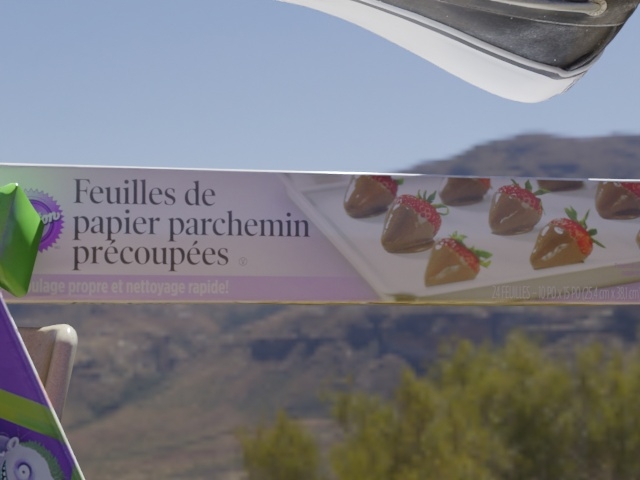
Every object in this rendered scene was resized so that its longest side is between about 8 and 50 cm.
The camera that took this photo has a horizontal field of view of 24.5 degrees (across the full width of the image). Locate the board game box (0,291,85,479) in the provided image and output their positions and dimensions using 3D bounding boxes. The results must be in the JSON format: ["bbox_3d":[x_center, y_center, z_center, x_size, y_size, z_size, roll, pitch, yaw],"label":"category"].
[{"bbox_3d":[-0.194,0.030,0.393,0.208,0.347,0.056,-23,-11,-17],"label":"board game box"}]

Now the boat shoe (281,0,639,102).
[{"bbox_3d":[0.016,-0.163,0.706,0.301,0.108,0.102,24,-32,-10],"label":"boat shoe"}]

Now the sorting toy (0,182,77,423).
[{"bbox_3d":[-0.200,0.106,0.553,0.196,0.347,0.047,-2,-33,13],"label":"sorting toy"}]

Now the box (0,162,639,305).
[{"bbox_3d":[0.000,0.000,0.708,0.324,0.063,0.067,1,-5,-15],"label":"box"}]
